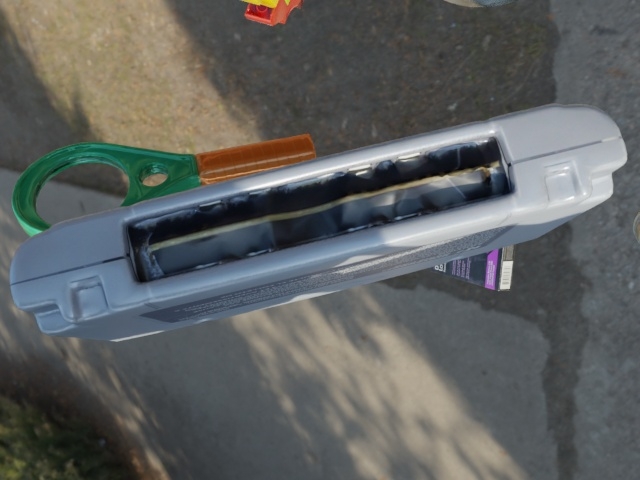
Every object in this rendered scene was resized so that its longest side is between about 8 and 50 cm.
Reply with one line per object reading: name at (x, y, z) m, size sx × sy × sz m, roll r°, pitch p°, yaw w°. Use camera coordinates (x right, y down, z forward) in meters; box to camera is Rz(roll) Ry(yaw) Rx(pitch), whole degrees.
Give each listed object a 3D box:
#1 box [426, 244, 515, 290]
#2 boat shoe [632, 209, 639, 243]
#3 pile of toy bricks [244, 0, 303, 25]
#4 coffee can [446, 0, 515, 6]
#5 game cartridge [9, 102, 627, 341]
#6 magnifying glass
box at (0.212, 0.000, 1.154) m, size 0.162 × 0.029 × 0.116 m, roll 15°, pitch 103°, yaw 56°
boat shoe at (0.354, 0.027, 0.708) m, size 0.170 × 0.059 × 0.063 m, roll 29°, pitch 118°, yaw 15°
pile of toy bricks at (0.039, -0.201, 0.420) m, size 0.118 × 0.105 × 0.212 m, roll 19°, pitch 85°, yaw 15°
coffee can at (0.182, -0.433, 0.899) m, size 0.201 × 0.201 × 0.275 m, roll 38°, pitch 169°, yaw 28°
game cartridge at (0.000, 0.000, 0.464) m, size 0.196 × 0.294 × 0.060 m, roll 87°, pitch 169°, yaw -78°
magnifying glass at (-0.118, -0.048, 0.617) m, size 0.026 × 0.231 × 0.092 m, roll 85°, pitch 171°, yaw -54°
